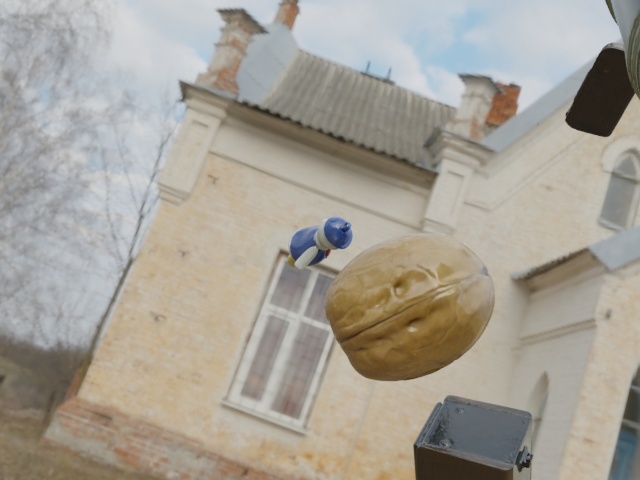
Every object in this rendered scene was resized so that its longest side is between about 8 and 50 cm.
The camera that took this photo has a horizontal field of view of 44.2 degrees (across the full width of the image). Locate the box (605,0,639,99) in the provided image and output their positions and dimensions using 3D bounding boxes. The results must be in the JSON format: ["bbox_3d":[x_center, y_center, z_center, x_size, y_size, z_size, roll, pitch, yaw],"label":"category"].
[{"bbox_3d":[0.363,-0.209,0.659,0.226,0.149,0.226,2,-40,2],"label":"box"}]

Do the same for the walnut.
[{"bbox_3d":[0.106,0.077,0.929,0.197,0.165,0.165,-22,-33,19],"label":"walnut"}]

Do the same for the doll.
[{"bbox_3d":[0.000,0.000,1.114,0.058,0.099,0.143,42,-37,-14],"label":"doll"}]

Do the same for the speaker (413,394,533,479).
[{"bbox_3d":[0.276,0.420,1.392,0.193,0.153,0.231,9,-59,26],"label":"speaker"}]

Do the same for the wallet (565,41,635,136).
[{"bbox_3d":[0.432,-0.225,1.189,0.082,0.018,0.156,17,-43,3],"label":"wallet"}]
